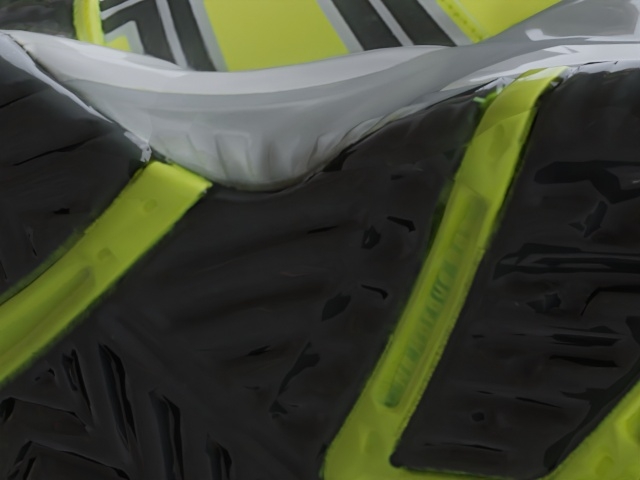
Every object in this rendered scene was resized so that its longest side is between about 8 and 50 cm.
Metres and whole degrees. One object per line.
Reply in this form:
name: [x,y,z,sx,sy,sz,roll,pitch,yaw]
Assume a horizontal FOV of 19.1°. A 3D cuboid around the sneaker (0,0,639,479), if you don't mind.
sneaker: [0.000,0.000,0.441,0.147,0.384,0.145,-36,127,-51]
